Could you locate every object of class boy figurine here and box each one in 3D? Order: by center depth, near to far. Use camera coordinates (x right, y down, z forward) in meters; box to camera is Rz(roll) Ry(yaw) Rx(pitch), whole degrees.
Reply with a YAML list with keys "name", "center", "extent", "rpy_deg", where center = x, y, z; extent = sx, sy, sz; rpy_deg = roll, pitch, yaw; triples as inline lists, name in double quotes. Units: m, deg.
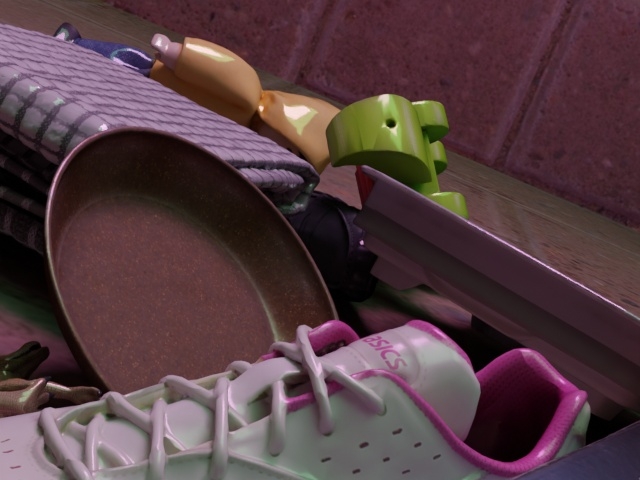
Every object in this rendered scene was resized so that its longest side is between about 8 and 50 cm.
- name: "boy figurine"
  center: [-0.117, -0.116, 1.065]
  extent: [0.285, 0.177, 0.092]
  rpy_deg: [16, 54, 4]

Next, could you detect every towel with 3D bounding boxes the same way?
- name: "towel"
  center: [-0.153, -0.049, 0.777]
  extent: [0.235, 0.121, 0.284]
  rpy_deg: [28, 11, 15]

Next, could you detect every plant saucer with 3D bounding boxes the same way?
- name: "plant saucer"
  center: [-0.066, 0.034, 0.577]
  extent: [0.198, 0.036, 0.198]
  rpy_deg: [35, 36, -31]

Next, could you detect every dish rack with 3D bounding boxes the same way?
- name: "dish rack"
  center: [0.176, 0.067, 0.857]
  extent: [0.285, 0.072, 0.333]
  rpy_deg: [33, 2, 33]

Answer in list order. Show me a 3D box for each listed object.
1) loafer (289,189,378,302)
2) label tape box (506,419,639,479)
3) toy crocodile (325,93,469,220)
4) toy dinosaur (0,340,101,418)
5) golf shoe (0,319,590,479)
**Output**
- name: "loafer"
  center: [0.000, 0.000, 0.961]
  extent: [0.078, 0.076, 0.223]
  rpy_deg: [15, 9, -15]
- name: "label tape box"
  center: [0.125, 0.166, 0.277]
  extent: [0.240, 0.106, 0.334]
  rpy_deg: [42, 19, 25]
- name: "toy crocodile"
  center: [0.076, -0.046, 1.066]
  extent: [0.105, 0.115, 0.340]
  rpy_deg: [-12, -12, 4]
- name: "toy dinosaur"
  center: [-0.150, 0.070, 0.451]
  extent: [0.093, 0.053, 0.183]
  rpy_deg: [11, 0, 19]
- name: "golf shoe"
  center: [-0.030, 0.079, 0.387]
  extent: [0.306, 0.140, 0.115]
  rpy_deg: [13, 17, -36]
